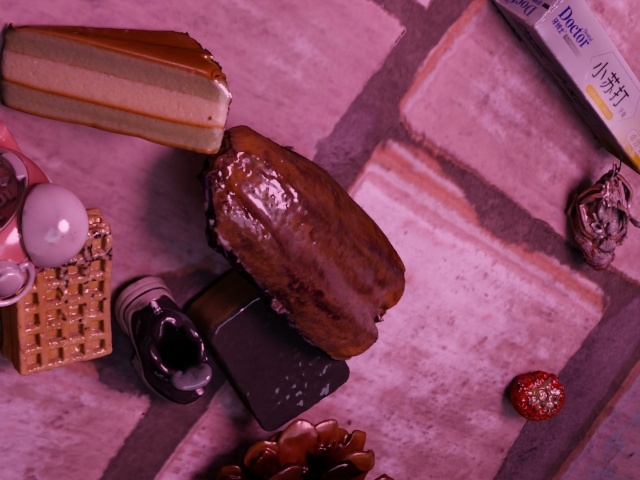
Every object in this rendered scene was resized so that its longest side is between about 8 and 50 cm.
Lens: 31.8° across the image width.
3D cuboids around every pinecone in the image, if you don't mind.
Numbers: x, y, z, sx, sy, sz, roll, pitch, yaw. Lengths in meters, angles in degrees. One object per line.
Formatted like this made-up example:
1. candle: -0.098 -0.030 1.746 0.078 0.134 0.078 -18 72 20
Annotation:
1. pinecone: -0.022 0.337 1.252 0.264 0.264 0.264 -18 127 -25

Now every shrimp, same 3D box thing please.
1. shrimp: 0.348 -0.032 1.378 0.074 0.073 0.190 -5 140 -8

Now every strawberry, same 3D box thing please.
1. strawberry: 0.289 0.212 1.519 0.073 0.073 0.083 -31 168 -15

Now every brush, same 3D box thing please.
1. brush: -0.052 0.112 1.212 0.123 0.059 0.197 -35 131 -10

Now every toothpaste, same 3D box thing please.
1. toothpaste: 0.301 -0.186 1.246 0.071 0.089 0.313 -45 134 6

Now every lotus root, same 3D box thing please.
1. lotus root: 0.000 0.000 1.115 0.329 0.078 0.167 43 55 -47

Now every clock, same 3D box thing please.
1. clock: -0.278 -0.002 0.913 0.166 0.162 0.093 -33 134 -12

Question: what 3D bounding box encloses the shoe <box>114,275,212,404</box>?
1. shoe: -0.144 0.120 1.126 0.071 0.099 0.169 -32 132 -17

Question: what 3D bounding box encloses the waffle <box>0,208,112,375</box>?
1. waffle: -0.245 0.049 1.049 0.102 0.042 0.148 -11 123 -29

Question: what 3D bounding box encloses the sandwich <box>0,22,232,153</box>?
1. sandwich: -0.171 -0.127 0.938 0.163 0.113 0.079 -3 120 -33
